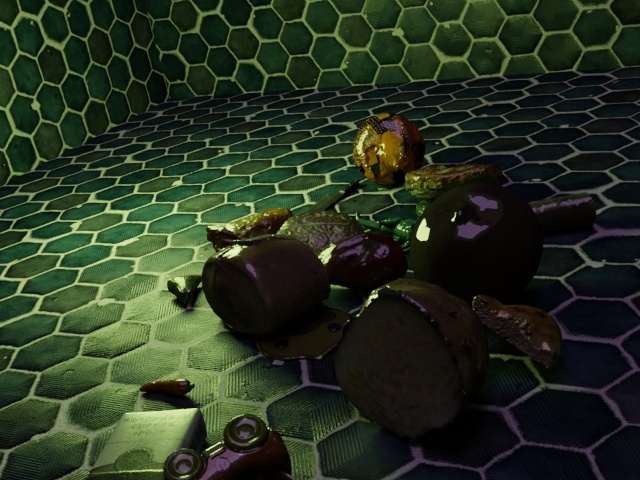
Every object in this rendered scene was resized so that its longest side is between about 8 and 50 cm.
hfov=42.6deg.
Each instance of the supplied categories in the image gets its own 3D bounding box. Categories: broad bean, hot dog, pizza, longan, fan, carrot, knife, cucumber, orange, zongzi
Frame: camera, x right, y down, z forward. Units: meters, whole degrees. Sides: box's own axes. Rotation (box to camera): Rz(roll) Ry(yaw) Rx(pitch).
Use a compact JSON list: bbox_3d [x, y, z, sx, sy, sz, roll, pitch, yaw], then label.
[{"bbox_3d":[0.100,0.057,1.993,0.229,0.122,0.156,-9,48,20],"label":"broad bean"},{"bbox_3d":[-0.185,-0.013,2.297,0.259,0.114,0.175,-16,17,-35],"label":"hot dog"},{"bbox_3d":[0.406,0.162,1.595,0.188,0.080,0.204,39,12,26],"label":"pizza"},{"bbox_3d":[0.336,0.016,1.790,0.297,0.297,0.297,-10,23,4],"label":"longan"},{"bbox_3d":[-0.044,0.191,1.885,0.230,0.011,0.335,-17,23,-9],"label":"fan"},{"bbox_3d":[-0.321,0.309,1.724,0.142,0.035,0.035,-7,23,29],"label":"carrot"},{"bbox_3d":[0.037,-0.137,2.592,0.072,0.019,0.245,6,31,37],"label":"knife"},{"bbox_3d":[0.305,-0.098,2.358,0.067,0.035,0.107,-17,21,-9],"label":"cucumber"},{"bbox_3d":[0.217,-0.290,2.599,0.234,0.234,0.182,5,9,33],"label":"orange"},{"bbox_3d":[-0.331,0.122,2.141,0.113,0.052,0.104,-10,27,-30],"label":"zongzi"}]

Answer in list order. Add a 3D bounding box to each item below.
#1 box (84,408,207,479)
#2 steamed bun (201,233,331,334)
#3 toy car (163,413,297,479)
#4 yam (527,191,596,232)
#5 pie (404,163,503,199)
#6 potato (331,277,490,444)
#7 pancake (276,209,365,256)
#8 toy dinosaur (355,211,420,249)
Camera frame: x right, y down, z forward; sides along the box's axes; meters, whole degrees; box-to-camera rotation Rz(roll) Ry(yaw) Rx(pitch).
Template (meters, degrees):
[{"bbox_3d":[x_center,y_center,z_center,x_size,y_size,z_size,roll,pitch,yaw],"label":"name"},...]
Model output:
[{"bbox_3d":[-0.315,0.404,1.451,0.168,0.071,0.259,-6,23,11],"label":"box"},{"bbox_3d":[-0.139,0.078,1.928,0.251,0.199,0.301,-30,24,-31],"label":"steamed bun"},{"bbox_3d":[-0.121,0.415,1.286,0.235,0.145,0.235,-1,38,1],"label":"toy car"},{"bbox_3d":[0.560,-0.061,2.090,0.259,0.093,0.093,-9,23,5],"label":"yam"},{"bbox_3d":[0.386,-0.179,2.408,0.308,0.085,0.308,-8,10,1],"label":"pie"},{"bbox_3d":[0.202,0.192,1.504,0.237,0.288,0.301,-14,-25,-43],"label":"potato"},{"bbox_3d":[0.000,-0.001,2.207,0.250,0.031,0.250,0,41,0],"label":"pancake"},{"bbox_3d":[0.203,-0.024,2.188,0.292,0.079,0.120,4,22,30],"label":"toy dinosaur"}]
